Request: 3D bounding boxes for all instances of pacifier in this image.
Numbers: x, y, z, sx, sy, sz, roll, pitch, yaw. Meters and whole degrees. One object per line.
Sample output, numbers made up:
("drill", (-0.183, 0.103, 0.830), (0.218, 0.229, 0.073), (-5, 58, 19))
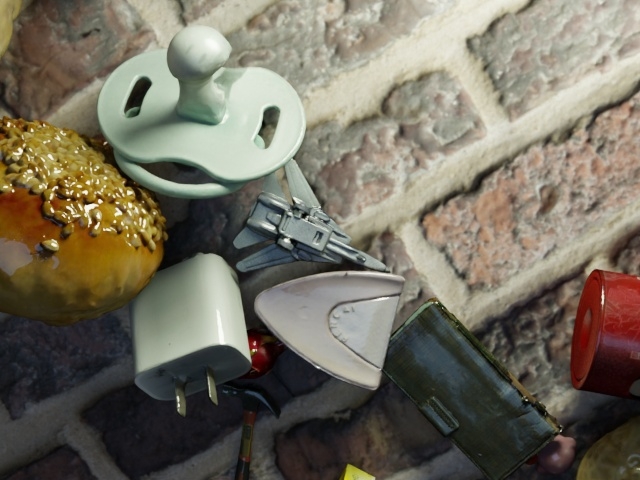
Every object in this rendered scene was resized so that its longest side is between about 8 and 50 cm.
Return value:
("pacifier", (-0.195, -0.221, 1.489), (0.344, 0.269, 0.288), (10, 60, 3))

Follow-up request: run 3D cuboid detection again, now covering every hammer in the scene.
("hammer", (-0.141, 0.403, 1.727), (0.111, 0.033, 0.287), (10, 102, 6))

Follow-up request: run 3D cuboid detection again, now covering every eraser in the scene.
("eraser", (0.007, 0.131, 1.619), (0.243, 0.059, 0.204), (15, 97, 2))

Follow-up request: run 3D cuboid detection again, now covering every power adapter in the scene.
("power adapter", (-0.218, 0.172, 1.577), (0.187, 0.124, 0.255), (-22, 53, 12))

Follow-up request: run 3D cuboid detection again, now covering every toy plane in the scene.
("toy plane", (0.000, 0.000, 1.601), (0.267, 0.088, 0.212), (25, 90, 1))

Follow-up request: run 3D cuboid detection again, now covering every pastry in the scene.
("pastry", (-0.442, -0.045, 1.512), (0.410, 0.409, 0.245), (29, 113, 1))

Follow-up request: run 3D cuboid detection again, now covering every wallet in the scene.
("wallet", (0.250, 0.261, 1.629), (0.317, 0.044, 0.169), (45, 108, 4))

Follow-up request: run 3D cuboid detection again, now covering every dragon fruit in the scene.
("dragon fruit", (-0.096, 0.192, 1.656), (0.191, 0.094, 0.094), (-15, 99, -2))

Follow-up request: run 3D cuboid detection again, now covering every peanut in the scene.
("peanut", (0.501, 0.446, 1.594), (0.140, 0.153, 0.325), (12, 109, 0))

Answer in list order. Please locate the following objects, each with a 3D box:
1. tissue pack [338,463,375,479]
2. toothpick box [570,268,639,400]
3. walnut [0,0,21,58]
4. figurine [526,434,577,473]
("tissue pack", (0.031, 0.504, 1.692), (0.062, 0.095, 0.176), (28, 103, 1))
("toothpick box", (0.591, 0.172, 1.504), (0.333, 0.204, 0.204), (9, 102, 5))
("walnut", (-0.644, -0.362, 1.458), (0.381, 0.381, 0.381), (1, 101, 7))
("figurine", (0.406, 0.373, 1.634), (0.071, 0.067, 0.083), (29, 100, 4))
